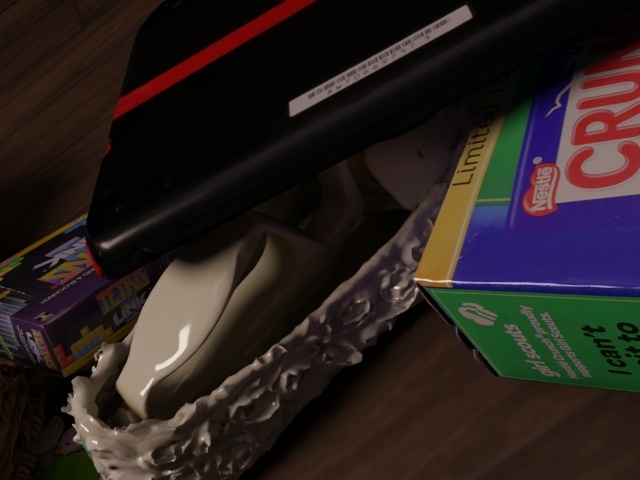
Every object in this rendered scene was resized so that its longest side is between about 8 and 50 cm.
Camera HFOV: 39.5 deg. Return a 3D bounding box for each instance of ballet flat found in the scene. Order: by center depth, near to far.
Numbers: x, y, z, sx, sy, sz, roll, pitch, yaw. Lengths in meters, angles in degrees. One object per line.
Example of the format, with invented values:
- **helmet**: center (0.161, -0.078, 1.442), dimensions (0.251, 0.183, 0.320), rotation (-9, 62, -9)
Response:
- **ballet flat**: center (0.000, 0.000, 0.565), dimensions (0.409, 0.147, 0.147), rotation (-50, 41, -10)

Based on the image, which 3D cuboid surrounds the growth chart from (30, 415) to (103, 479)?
- **growth chart**: center (-0.241, 0.207, 0.654), dimensions (0.237, 0.021, 0.172), rotation (-14, 46, 27)

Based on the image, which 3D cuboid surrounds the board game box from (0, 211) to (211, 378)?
- **board game box**: center (-0.180, 0.029, 0.689), dimensions (0.141, 0.048, 0.170), rotation (5, 31, 40)

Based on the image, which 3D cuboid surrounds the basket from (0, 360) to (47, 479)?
- **basket**: center (-0.359, 0.198, 0.606), dimensions (0.299, 0.223, 0.213), rotation (-9, 79, 9)

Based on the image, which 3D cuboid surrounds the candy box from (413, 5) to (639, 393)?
- **candy box**: center (0.241, -0.055, 0.440), dimensions (0.317, 0.122, 0.268), rotation (-1, 54, 38)

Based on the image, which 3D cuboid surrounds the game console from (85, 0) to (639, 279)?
- **game console**: center (0.032, -0.154, 0.572), dimensions (0.387, 0.060, 0.342), rotation (-27, 34, 14)
